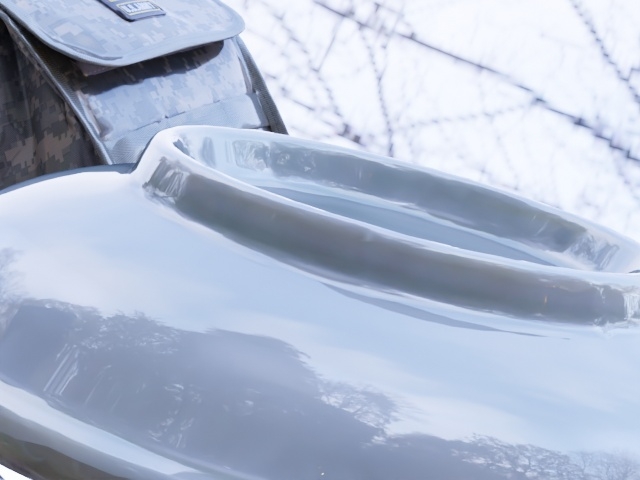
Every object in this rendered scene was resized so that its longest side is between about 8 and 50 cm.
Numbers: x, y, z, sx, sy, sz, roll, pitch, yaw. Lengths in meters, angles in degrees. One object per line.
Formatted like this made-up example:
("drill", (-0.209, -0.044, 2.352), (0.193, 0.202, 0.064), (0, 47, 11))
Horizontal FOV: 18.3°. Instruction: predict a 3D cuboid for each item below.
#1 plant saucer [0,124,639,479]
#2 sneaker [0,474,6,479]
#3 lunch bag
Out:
("plant saucer", (0.025, 0.029, 0.784), (0.400, 0.400, 0.100), (16, -81, 7))
("sneaker", (-0.172, 0.184, 0.751), (0.147, 0.330, 0.130), (-29, -40, 7))
("lunch bag", (-0.151, -0.084, 1.432), (0.169, 0.235, 0.287), (-24, -90, 31))
